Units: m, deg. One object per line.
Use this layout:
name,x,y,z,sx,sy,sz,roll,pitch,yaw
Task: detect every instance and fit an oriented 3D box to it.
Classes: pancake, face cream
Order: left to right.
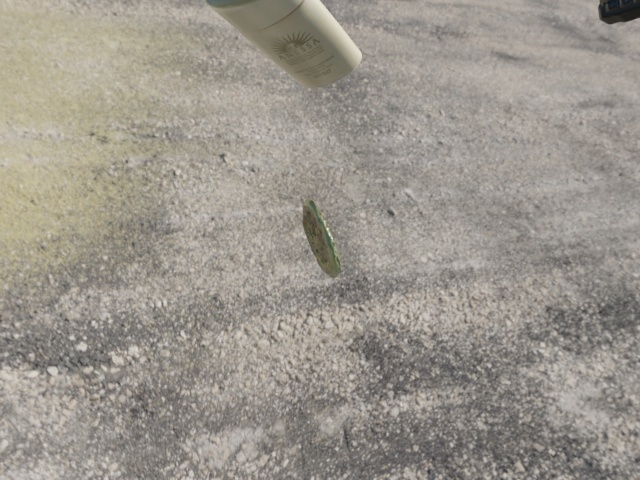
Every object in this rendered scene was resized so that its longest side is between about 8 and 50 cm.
face cream,-0.056,-0.436,0.915,0.173,0.348,0.081,-13,77,26
pancake,0.000,0.000,0.534,0.017,0.108,0.108,-18,55,-12

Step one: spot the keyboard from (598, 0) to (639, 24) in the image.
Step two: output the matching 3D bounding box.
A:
keyboard,0.446,-0.331,0.477,0.262,0.106,0.016,-13,20,18
